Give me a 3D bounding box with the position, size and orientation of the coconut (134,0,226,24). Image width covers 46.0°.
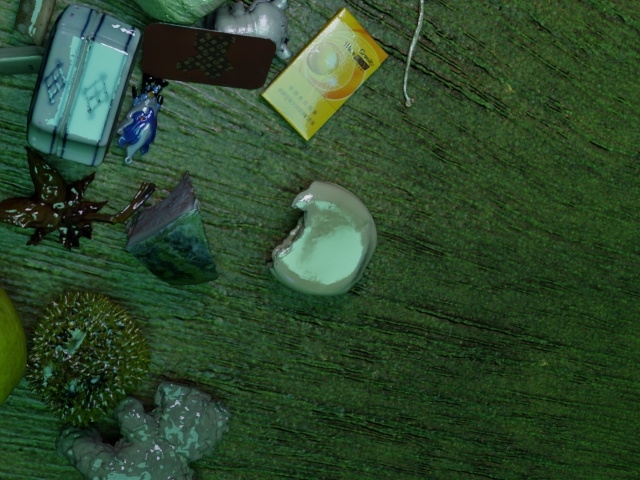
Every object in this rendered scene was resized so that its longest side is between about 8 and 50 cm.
[{"bbox_3d":[-0.274,-0.594,1.429,0.328,0.281,0.329,9,129,12],"label":"coconut"}]

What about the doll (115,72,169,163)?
[{"bbox_3d":[-0.382,-0.256,1.605,0.096,0.070,0.195,13,99,-49],"label":"doll"}]

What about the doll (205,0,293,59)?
[{"bbox_3d":[-0.147,-0.450,1.597,0.192,0.095,0.149,-11,105,-9],"label":"doll"}]

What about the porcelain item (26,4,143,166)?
[{"bbox_3d":[-0.455,-0.301,1.454,0.157,0.286,0.282,18,101,-16],"label":"porcelain item"}]

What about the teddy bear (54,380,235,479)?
[{"bbox_3d":[-0.375,0.495,1.768,0.367,0.224,0.357,-38,110,-18],"label":"teddy bear"}]

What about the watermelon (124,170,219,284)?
[{"bbox_3d":[-0.302,-0.013,1.630,0.193,0.310,0.232,-38,73,-2],"label":"watermelon"}]

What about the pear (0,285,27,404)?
[{"bbox_3d":[-0.777,0.195,1.470,0.390,0.391,0.391,-4,106,-14],"label":"pear"}]

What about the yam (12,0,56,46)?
[{"bbox_3d":[-0.545,-0.542,1.478,0.071,0.067,0.318,20,102,23],"label":"yam"}]

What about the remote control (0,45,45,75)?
[{"bbox_3d":[-0.690,-0.348,1.484,0.309,0.090,0.038,-8,86,-13],"label":"remote control"}]

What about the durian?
[{"bbox_3d":[-0.501,0.258,1.642,0.291,0.225,0.291,0,75,1],"label":"durian"}]

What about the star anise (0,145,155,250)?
[{"bbox_3d":[-0.516,-0.084,1.573,0.346,0.148,0.238,-5,109,-3],"label":"star anise"}]

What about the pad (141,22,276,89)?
[{"bbox_3d":[-0.234,-0.379,1.568,0.267,0.181,0.004,3,65,-15],"label":"pad"}]

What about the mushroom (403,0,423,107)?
[{"bbox_3d":[0.215,-0.449,1.734,0.028,0.026,0.286,-4,105,-30],"label":"mushroom"}]

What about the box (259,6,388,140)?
[{"bbox_3d":[0.009,-0.370,1.688,0.152,0.043,0.269,43,92,-21],"label":"box"}]

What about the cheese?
[{"bbox_3d":[0.000,0.000,1.744,0.233,0.127,0.266,27,95,-20],"label":"cheese"}]
